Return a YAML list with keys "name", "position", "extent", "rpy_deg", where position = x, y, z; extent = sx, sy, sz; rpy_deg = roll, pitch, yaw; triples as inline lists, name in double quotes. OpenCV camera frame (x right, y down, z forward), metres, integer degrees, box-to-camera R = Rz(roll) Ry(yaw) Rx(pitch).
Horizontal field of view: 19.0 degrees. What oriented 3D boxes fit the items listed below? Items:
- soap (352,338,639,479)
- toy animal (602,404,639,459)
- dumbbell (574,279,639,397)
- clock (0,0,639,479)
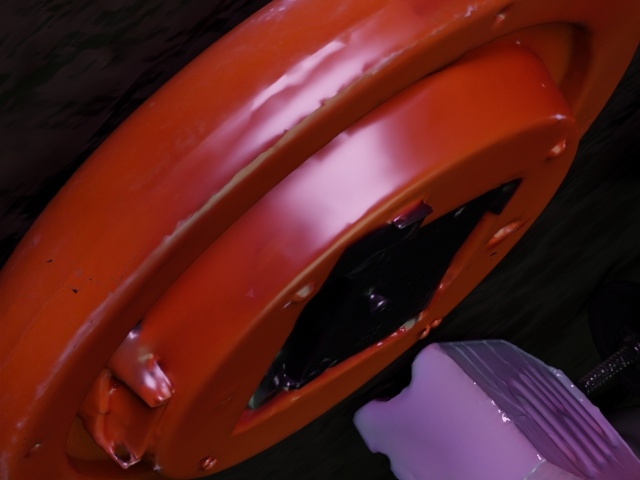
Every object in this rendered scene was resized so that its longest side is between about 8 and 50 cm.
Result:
- name: "soap"
  position: [0.085, 0.093, 0.827]
  extent: [0.056, 0.100, 0.149]
  rpy_deg: [-45, 163, 14]
- name: "toy animal"
  position: [0.184, 0.185, 1.255]
  extent: [0.138, 0.140, 0.282]
  rpy_deg: [-55, 164, 18]
- name: "dumbbell"
  position: [0.179, 0.037, 0.952]
  extent: [0.147, 0.069, 0.069]
  rpy_deg: [-31, 162, -28]
- name: "clock"
  position: [0.000, 0.000, 0.472]
  extent: [0.205, 0.051, 0.205]
  rpy_deg: [-37, 165, -12]
